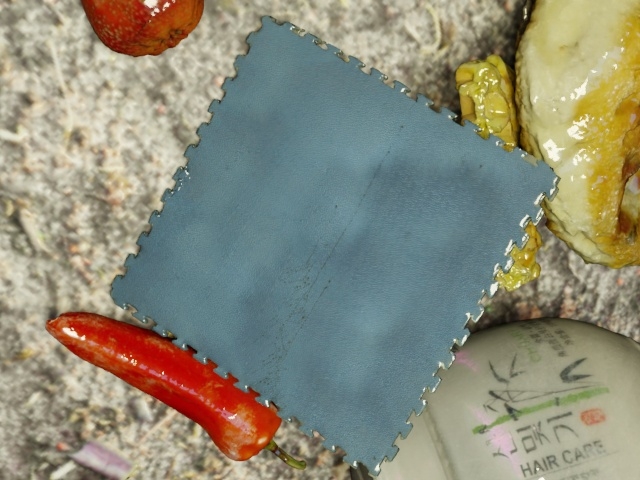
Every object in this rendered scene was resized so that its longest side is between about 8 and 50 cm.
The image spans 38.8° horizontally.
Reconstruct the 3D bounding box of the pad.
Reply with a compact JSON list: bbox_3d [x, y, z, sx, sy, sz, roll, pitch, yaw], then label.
[{"bbox_3d":[0.000,0.000,0.687,0.269,0.012,0.269,34,98,14],"label":"pad"}]

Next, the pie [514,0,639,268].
[{"bbox_3d":[0.280,-0.119,0.756,0.315,0.092,0.315,-14,113,-37],"label":"pie"}]

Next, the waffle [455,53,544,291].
[{"bbox_3d":[0.149,-0.052,0.740,0.046,0.161,0.191,-4,90,21],"label":"waffle"}]

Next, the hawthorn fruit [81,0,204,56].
[{"bbox_3d":[-0.128,-0.176,0.638,0.093,0.093,0.093,-7,111,-18],"label":"hawthorn fruit"}]

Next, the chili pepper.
[{"bbox_3d":[-0.106,0.123,0.752,0.272,0.071,0.063,38,89,-25],"label":"chili pepper"}]

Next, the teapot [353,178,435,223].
[{"bbox_3d":[0.059,-0.021,0.744,0.149,0.111,0.108,-45,132,-7],"label":"teapot"}]

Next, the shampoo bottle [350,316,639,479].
[{"bbox_3d":[0.164,0.211,0.771,0.267,0.273,0.272,-15,113,-6],"label":"shampoo bottle"}]
